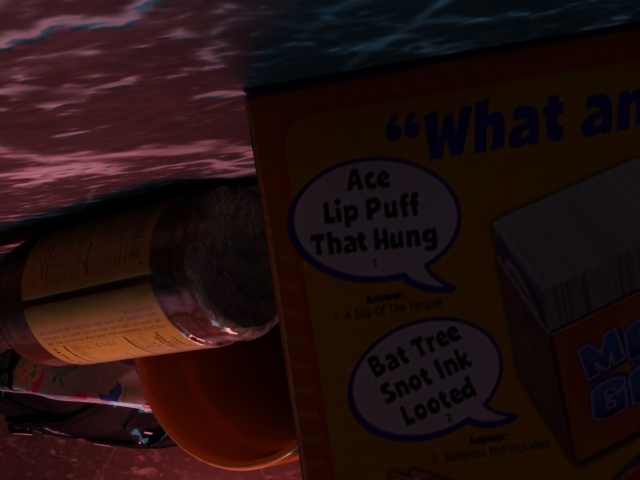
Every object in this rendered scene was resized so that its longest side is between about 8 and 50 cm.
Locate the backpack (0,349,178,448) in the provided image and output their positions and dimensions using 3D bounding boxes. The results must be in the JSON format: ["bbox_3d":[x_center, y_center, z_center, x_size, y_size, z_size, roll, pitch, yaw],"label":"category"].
[{"bbox_3d":[-0.188,0.112,1.174,0.225,0.191,0.253,17,169,-30],"label":"backpack"}]

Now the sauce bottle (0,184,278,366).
[{"bbox_3d":[-0.170,0.037,0.907,0.344,0.111,0.111,-10,177,43],"label":"sauce bottle"}]

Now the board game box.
[{"bbox_3d":[0.184,0.095,0.647,0.356,0.356,0.356,-9,176,5],"label":"board game box"}]

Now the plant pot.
[{"bbox_3d":[-0.017,0.077,1.009,0.205,0.205,0.188,-11,172,33],"label":"plant pot"}]
